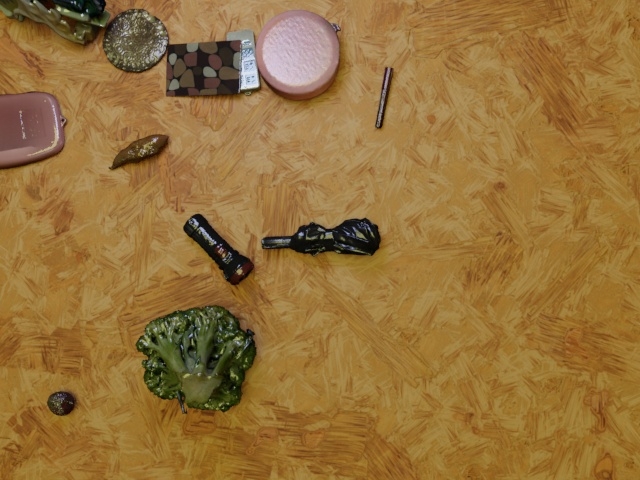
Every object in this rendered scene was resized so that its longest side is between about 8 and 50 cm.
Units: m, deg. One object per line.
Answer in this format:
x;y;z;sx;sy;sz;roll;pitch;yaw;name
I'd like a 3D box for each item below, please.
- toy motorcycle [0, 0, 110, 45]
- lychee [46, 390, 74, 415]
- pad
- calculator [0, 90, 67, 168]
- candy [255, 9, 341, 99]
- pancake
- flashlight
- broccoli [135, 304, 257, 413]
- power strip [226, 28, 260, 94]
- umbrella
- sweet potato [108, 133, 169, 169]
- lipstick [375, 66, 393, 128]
-0.787;-0.691;1.598;0.409;0.237;0.169;19;75;1;toy motorcycle
-0.746;0.469;1.641;0.083;0.068;0.067;5;58;20;lychee
-0.343;-0.502;1.665;0.234;0.003;0.158;1;89;12;pad
-0.913;-0.328;1.683;0.329;0.048;0.220;-11;86;0;calculator
-0.057;-0.529;1.624;0.255;0.094;0.256;0;88;0;candy
-0.547;-0.592;1.688;0.199;0.021;0.200;0;88;3;pancake
-0.294;0.021;1.626;0.093;0.093;0.232;-44;86;1;flashlight
-0.329;0.336;1.524;0.320;0.283;0.304;2;103;-11;broccoli
-0.224;-0.522;1.665;0.081;0.035;0.192;-7;88;5;power strip
0.000;0.000;1.614;0.339;0.118;0.118;-5;88;8;umbrella
-0.532;-0.258;1.659;0.205;0.060;0.068;-24;49;11;sweet potato
0.184;-0.411;1.648;0.027;0.027;0.177;10;90;3;lipstick
